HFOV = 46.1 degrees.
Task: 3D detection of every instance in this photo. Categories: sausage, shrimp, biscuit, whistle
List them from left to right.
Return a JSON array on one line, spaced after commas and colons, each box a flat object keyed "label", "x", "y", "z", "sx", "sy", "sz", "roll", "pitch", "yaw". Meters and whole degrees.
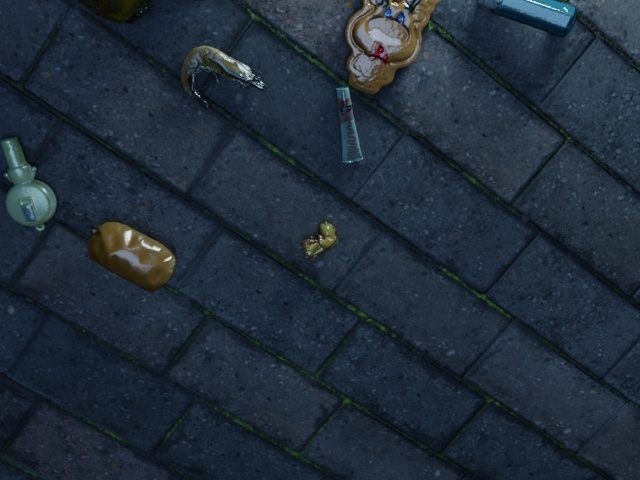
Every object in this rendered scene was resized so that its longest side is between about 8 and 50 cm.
[{"label": "whistle", "x": -0.769, "y": -0.142, "z": 1.955, "sx": 0.126, "sy": 0.067, "sz": 0.258, "roll": -13, "pitch": 108, "yaw": -2}, {"label": "sausage", "x": -0.508, "y": 0.041, "z": 2.016, "sx": 0.241, "sy": 0.120, "sz": 0.136, "roll": 27, "pitch": 91, "yaw": -13}, {"label": "shrimp", "x": -0.252, "y": -0.399, "z": 1.916, "sx": 0.219, "sy": 0.046, "sz": 0.152, "roll": 22, "pitch": 106, "yaw": -8}, {"label": "biscuit", "x": 0.169, "y": -0.535, "z": 1.906, "sx": 0.202, "sy": 0.047, "sz": 0.334, "roll": 21, "pitch": 107, "yaw": -12}]

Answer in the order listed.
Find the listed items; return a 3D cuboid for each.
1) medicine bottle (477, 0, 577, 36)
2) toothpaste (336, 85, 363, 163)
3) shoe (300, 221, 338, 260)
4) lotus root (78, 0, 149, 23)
[{"label": "medicine bottle", "x": 0.527, "y": -0.583, "z": 1.894, "sx": 0.258, "sy": 0.124, "sz": 0.079, "roll": 19, "pitch": 114, "yaw": 0}, {"label": "toothpaste", "x": 0.072, "y": -0.304, "z": 1.989, "sx": 0.056, "sy": 0.036, "sz": 0.205, "roll": -11, "pitch": 115, "yaw": -3}, {"label": "shoe", "x": -0.001, "y": 0.002, "z": 2.073, "sx": 0.109, "sy": 0.072, "sz": 0.069, "roll": -35, "pitch": 114, "yaw": 8}, {"label": "lotus root", "x": -0.551, "y": -0.673, "z": 1.726, "sx": 0.196, "sy": 0.179, "sz": 0.397, "roll": -48, "pitch": 112, "yaw": -5}]
